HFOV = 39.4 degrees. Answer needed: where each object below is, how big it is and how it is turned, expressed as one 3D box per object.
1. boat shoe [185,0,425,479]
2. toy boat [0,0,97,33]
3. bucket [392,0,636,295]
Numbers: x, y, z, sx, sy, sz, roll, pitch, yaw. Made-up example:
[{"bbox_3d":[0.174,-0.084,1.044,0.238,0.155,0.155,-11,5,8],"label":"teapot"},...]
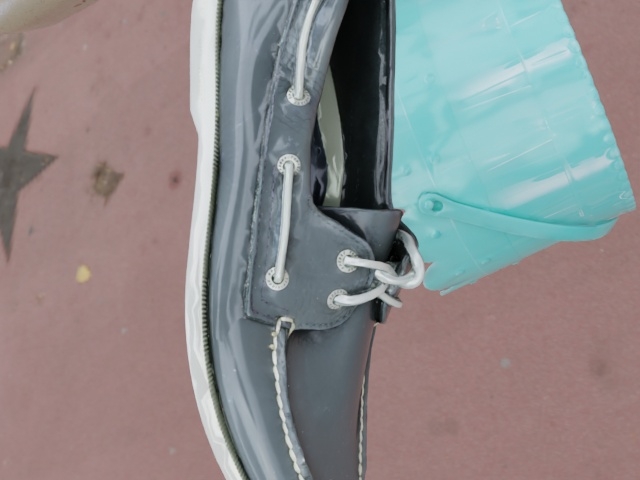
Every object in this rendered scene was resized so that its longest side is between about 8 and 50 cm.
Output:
[{"bbox_3d":[0.000,0.000,0.465,0.099,0.116,0.319,-6,87,29],"label":"boat shoe"},{"bbox_3d":[-0.197,-0.250,0.621,0.268,0.318,0.148,-26,101,12],"label":"toy boat"},{"bbox_3d":[0.144,-0.104,0.780,0.183,0.281,0.281,-20,63,17],"label":"bucket"}]
